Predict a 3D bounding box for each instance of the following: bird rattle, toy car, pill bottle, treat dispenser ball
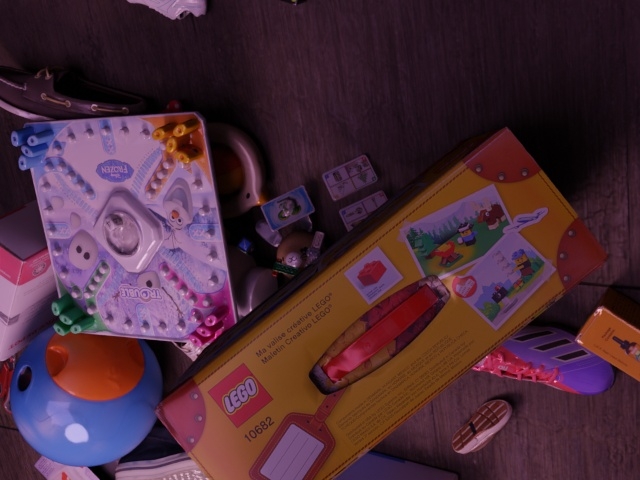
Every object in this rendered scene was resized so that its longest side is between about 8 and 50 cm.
[{"bbox_3d":[-0.190,-0.121,1.506,0.207,0.143,0.254,-14,94,22],"label":"bird rattle"},{"bbox_3d":[-0.033,0.037,1.465,0.155,0.149,0.188,-24,89,25],"label":"toy car"},{"bbox_3d":[-0.211,0.069,1.568,0.264,0.146,0.146,11,119,24],"label":"pill bottle"},{"bbox_3d":[-0.451,0.292,1.727,0.288,0.288,0.288,13,120,24],"label":"treat dispenser ball"}]

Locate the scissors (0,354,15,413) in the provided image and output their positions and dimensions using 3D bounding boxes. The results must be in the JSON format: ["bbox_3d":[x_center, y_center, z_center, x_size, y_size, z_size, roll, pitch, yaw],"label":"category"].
[{"bbox_3d":[-0.700,0.287,2.038,0.109,0.021,0.297,38,126,11],"label":"scissors"}]

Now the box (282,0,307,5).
[{"bbox_3d":[-0.089,-0.462,1.295,0.184,0.045,0.191,21,122,16],"label":"box"}]

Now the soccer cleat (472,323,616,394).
[{"bbox_3d":[0.284,0.171,1.356,0.318,0.116,0.109,22,123,19],"label":"soccer cleat"}]

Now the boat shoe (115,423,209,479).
[{"bbox_3d":[-0.207,0.407,1.710,0.500,0.156,0.187,-16,134,42],"label":"boat shoe"}]

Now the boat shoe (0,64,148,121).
[{"bbox_3d":[-0.447,-0.252,1.563,0.324,0.116,0.097,23,119,13],"label":"boat shoe"}]

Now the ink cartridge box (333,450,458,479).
[{"bbox_3d":[0.132,0.558,1.630,0.223,0.129,0.307,8,117,26],"label":"ink cartridge box"}]

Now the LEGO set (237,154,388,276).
[{"bbox_3d":[0.000,0.000,1.384,0.244,0.060,0.182,-26,71,2],"label":"LEGO set"}]

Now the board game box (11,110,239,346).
[{"bbox_3d":[-0.332,-0.010,1.487,0.390,0.050,0.390,1,108,29],"label":"board game box"}]

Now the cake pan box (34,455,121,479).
[{"bbox_3d":[-0.498,0.521,2.010,0.246,0.070,0.267,45,127,0],"label":"cake pan box"}]

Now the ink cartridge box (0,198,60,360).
[{"bbox_3d":[-0.570,0.069,1.732,0.117,0.207,0.283,36,126,11],"label":"ink cartridge box"}]

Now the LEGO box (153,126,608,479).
[{"bbox_3d":[0.069,0.092,1.151,0.500,0.372,0.193,-39,92,3],"label":"LEGO box"}]

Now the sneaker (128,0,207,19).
[{"bbox_3d":[-0.247,-0.381,1.419,0.152,0.054,0.061,5,119,27],"label":"sneaker"}]

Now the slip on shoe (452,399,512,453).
[{"bbox_3d":[0.276,0.313,1.483,0.041,0.051,0.135,21,124,-29],"label":"slip on shoe"}]

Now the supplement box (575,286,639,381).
[{"bbox_3d":[0.487,0.165,1.264,0.233,0.080,0.078,32,125,10],"label":"supplement box"}]

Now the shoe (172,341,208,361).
[{"bbox_3d":[-0.269,0.178,1.710,0.219,0.058,0.076,48,127,1],"label":"shoe"}]
